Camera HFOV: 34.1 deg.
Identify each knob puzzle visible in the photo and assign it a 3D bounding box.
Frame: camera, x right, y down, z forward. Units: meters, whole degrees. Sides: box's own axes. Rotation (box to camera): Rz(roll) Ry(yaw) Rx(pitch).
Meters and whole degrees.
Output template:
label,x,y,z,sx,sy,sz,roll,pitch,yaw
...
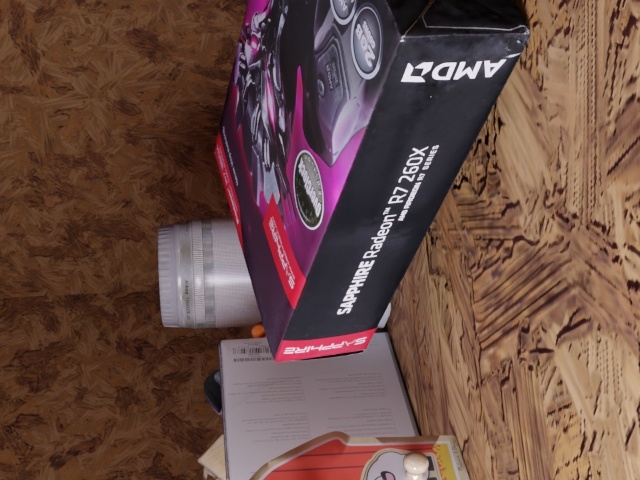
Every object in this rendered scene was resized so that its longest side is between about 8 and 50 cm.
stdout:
label,x,y,z,sx,sy,sz,roll,pitch,yaw
knob puzzle,0.020,0.199,0.735,0.213,0.213,0.030,-102,11,-55

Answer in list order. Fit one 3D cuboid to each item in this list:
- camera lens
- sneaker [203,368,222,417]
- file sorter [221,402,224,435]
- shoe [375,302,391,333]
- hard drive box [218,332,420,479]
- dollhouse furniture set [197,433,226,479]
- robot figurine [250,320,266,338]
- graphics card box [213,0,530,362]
label,x,y,z,sx,sy,sz,roll,pitch,yaw
camera lens,-0.181,0.063,2.084,0.219,0.274,0.219,178,90,-84
sneaker,-0.086,0.299,1.706,0.086,0.228,0.132,-56,-21,-24
file sorter,-0.057,0.268,1.560,0.104,0.170,0.118,129,138,-74
shoe,0.037,0.073,1.141,0.178,0.063,0.081,106,162,-54
hard drive box,-0.004,0.192,1.003,0.232,0.181,0.089,-102,12,-60
dollhouse furniture set,-0.119,0.444,1.311,0.355,0.303,0.174,-45,-17,-33
robot figurine,-0.068,0.224,1.813,0.128,0.158,0.219,-61,-1,-14
graphics card box,0.011,-0.098,0.776,0.371,0.094,0.233,114,146,-51
